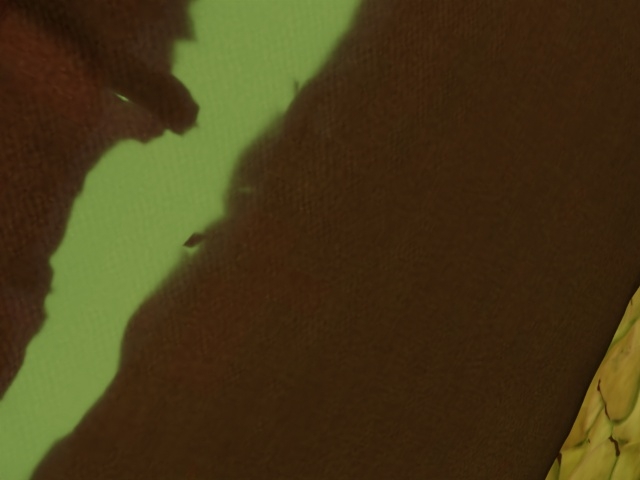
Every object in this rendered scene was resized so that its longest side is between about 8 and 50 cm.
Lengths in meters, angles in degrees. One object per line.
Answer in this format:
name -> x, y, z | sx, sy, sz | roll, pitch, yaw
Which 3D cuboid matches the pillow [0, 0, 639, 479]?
pillow -> 0.000, 0.000, 0.430 | 0.305, 0.108, 0.308 | 26, 91, -53
